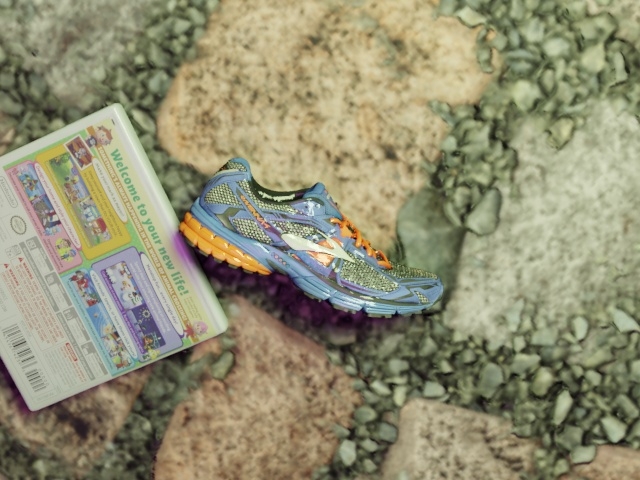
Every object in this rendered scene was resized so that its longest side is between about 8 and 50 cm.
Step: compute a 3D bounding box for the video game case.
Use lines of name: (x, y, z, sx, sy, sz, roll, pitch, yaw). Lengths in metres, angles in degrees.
video game case: (-0.208, 0.018, 0.918, 0.193, 0.023, 0.212, -23, 102, 9)

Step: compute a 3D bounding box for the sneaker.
sneaker: (0.000, 0.000, 0.875, 0.221, 0.083, 0.087, 21, 97, -6)
